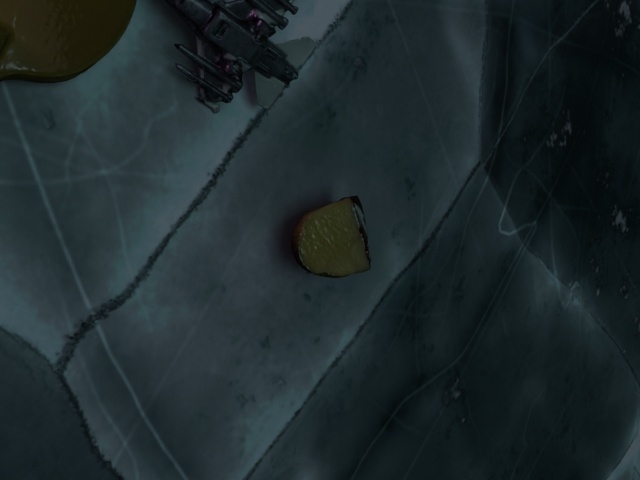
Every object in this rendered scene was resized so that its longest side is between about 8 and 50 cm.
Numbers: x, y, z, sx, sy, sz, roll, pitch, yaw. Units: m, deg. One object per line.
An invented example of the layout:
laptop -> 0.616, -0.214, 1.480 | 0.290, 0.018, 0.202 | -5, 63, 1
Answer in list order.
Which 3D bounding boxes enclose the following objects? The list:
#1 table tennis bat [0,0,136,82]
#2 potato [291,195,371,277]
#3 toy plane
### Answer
table tennis bat -> -0.270, -0.192, 0.552 | 0.198, 0.050, 0.321 | 33, 72, -41
potato -> 0.000, 0.000, 0.800 | 0.103, 0.066, 0.096 | -9, 88, -35
toy plane -> -0.096, -0.211, 0.664 | 0.160, 0.082, 0.234 | -49, 141, 16
